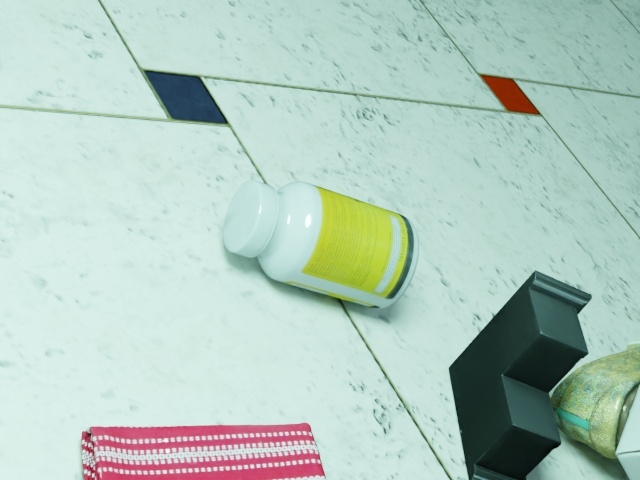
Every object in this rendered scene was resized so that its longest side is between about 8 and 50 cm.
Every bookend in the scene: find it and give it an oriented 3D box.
[{"bbox_3d":[0.206,0.142,1.278,0.072,0.157,0.156,23,34,-21],"label":"bookend"}]

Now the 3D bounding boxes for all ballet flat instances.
[{"bbox_3d":[0.367,0.161,1.468,0.348,0.123,0.123,-10,54,-52],"label":"ballet flat"}]

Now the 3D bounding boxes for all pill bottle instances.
[{"bbox_3d":[0.000,0.000,1.312,0.184,0.103,0.103,18,37,-29],"label":"pill bottle"}]

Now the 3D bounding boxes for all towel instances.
[{"bbox_3d":[-0.067,0.245,0.958,0.198,0.031,0.275,3,44,-21],"label":"towel"}]

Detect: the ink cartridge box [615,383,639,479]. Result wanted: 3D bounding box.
[{"bbox_3d":[0.453,0.181,1.312,0.198,0.197,0.270,59,42,-24],"label":"ink cartridge box"}]
